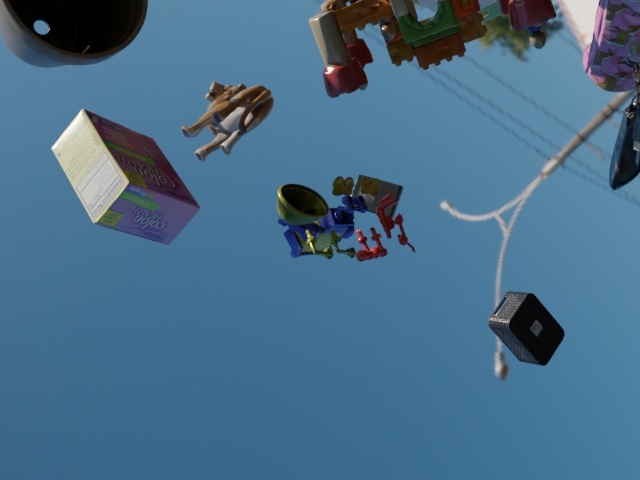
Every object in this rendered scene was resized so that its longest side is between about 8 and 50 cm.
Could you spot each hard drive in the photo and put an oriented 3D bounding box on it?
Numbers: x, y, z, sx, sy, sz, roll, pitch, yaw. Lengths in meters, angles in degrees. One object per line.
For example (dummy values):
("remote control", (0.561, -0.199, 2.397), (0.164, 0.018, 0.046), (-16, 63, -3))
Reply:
("hard drive", (0.154, -0.123, 2.460), (0.135, 0.094, 0.022), (18, 178, 27))

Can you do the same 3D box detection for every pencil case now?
("pencil case", (0.613, -0.441, 1.740), (0.167, 0.160, 0.386), (19, 165, 18))

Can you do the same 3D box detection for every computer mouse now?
("computer mouse", (0.614, -0.195, 1.706), (0.060, 0.262, 0.184), (8, -149, 8))

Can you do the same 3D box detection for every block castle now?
("block castle", (0.219, -0.432, 1.770), (0.303, 0.453, 0.213), (-77, -33, -67))

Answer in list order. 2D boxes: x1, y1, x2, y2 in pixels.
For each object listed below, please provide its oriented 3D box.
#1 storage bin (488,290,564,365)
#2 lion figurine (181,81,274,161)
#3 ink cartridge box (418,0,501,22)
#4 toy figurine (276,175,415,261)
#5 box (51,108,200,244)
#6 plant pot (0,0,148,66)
("storage bin", (0.543, 0.231, 2.333), (0.180, 0.084, 0.122), (47, -111, -23))
("lion figurine", (-0.200, -0.316, 2.195), (0.240, 0.392, 0.142), (-41, -66, -23))
("ink cartridge box", (0.379, -0.667, 2.413), (0.235, 0.171, 0.056), (20, -117, -44))
("toy figurine", (0.000, 0.000, 1.875), (0.362, 0.217, 0.191), (-5, -114, -50))
("box", (-0.408, -0.131, 1.857), (0.213, 0.117, 0.243), (21, -153, -54))
("plant pot", (-0.585, -0.516, 1.959), (0.323, 0.280, 0.323), (6, -101, -33))
